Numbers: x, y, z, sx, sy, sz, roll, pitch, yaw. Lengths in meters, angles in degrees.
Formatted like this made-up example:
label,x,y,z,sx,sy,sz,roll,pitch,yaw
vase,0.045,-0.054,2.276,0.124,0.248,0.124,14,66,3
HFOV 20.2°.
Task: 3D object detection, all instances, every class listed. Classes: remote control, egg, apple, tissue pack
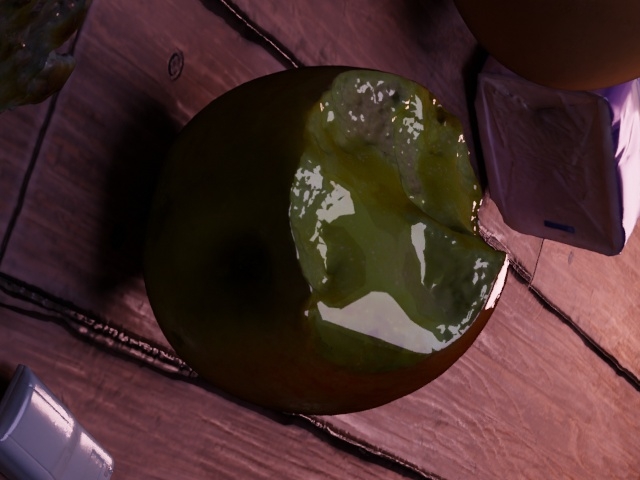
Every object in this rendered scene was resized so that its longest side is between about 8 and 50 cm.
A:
label,x,y,z,sx,sy,sz,roll,pitch,yaw
remote control,-0.175,0.139,1.174,0.061,0.029,0.162,-65,154,-20
egg,0.245,-0.311,1.519,0.301,0.301,0.374,12,103,-65
apple,0.000,0.000,1.223,0.226,0.246,0.246,5,98,-60
tissue pack,0.294,-0.190,1.853,0.338,0.160,0.242,-60,152,-34

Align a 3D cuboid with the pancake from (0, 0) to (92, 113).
label,x,y,z,sx,sy,sz,roll,pitch,yaw
pancake,-0.119,-0.185,0.885,0.427,0.067,0.305,-56,166,17
